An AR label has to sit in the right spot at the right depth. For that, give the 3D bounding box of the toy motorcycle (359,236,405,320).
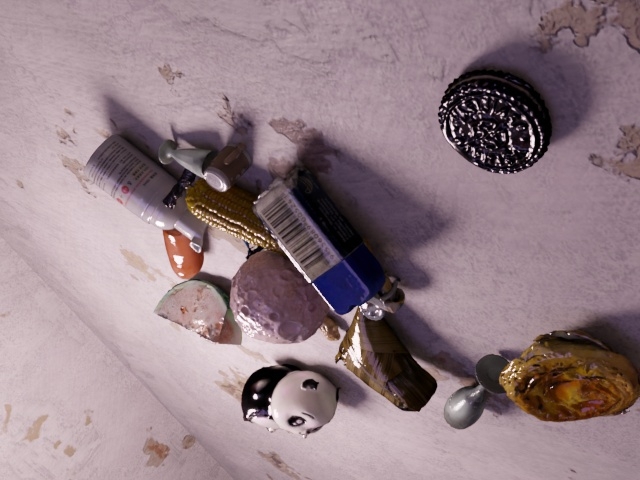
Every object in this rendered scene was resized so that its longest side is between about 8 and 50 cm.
[{"bbox_3d":[0.123,0.089,1.668,0.130,0.094,0.229,-2,119,41],"label":"toy motorcycle"}]

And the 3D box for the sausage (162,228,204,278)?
[{"bbox_3d":[-0.396,0.015,2.061,0.114,0.113,0.259,27,149,16],"label":"sausage"}]

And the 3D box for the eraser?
[{"bbox_3d":[0.000,0.000,1.579,0.332,0.101,0.155,51,132,-2],"label":"eraser"}]

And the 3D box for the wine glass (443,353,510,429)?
[{"bbox_3d":[0.343,0.328,1.818,0.264,0.096,0.309,52,156,21],"label":"wine glass"}]

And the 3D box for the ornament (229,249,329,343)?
[{"bbox_3d":[-0.098,0.133,1.792,0.259,0.259,0.225,12,102,36],"label":"ornament"}]

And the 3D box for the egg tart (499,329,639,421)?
[{"bbox_3d":[0.522,0.272,1.482,0.297,0.132,0.297,13,141,10],"label":"egg tart"}]

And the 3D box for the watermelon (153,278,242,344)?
[{"bbox_3d":[-0.387,0.234,2.283,0.305,0.180,0.224,15,128,35],"label":"watermelon"}]

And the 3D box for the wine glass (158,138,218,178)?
[{"bbox_3d":[-0.320,-0.201,1.738,0.155,0.073,0.073,20,146,32],"label":"wine glass"}]

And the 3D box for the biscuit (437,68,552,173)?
[{"bbox_3d":[0.281,-0.191,1.155,0.195,0.053,0.194,25,147,17],"label":"biscuit"}]

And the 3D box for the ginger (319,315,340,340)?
[{"bbox_3d":[-0.062,0.196,2.018,0.288,0.075,0.089,31,154,3],"label":"ginger"}]

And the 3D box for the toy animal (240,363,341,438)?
[{"bbox_3d":[-0.091,0.523,2.338,0.310,0.251,0.251,-9,128,35],"label":"toy animal"}]

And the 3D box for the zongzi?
[{"bbox_3d":[0.181,0.285,1.819,0.286,0.134,0.288,34,142,19],"label":"zongzi"}]

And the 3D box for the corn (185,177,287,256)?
[{"bbox_3d":[-0.172,-0.057,1.736,0.363,0.120,0.120,22,147,15],"label":"corn"}]

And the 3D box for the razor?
[{"bbox_3d":[-0.244,-0.058,1.879,0.082,0.042,0.253,-38,107,15],"label":"razor"}]

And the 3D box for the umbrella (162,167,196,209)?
[{"bbox_3d":[-0.350,-0.141,1.799,0.040,0.144,0.037,44,-164,17],"label":"umbrella"}]

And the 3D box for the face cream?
[{"bbox_3d":[-0.439,-0.116,1.898,0.370,0.145,0.145,38,149,-3],"label":"face cream"}]

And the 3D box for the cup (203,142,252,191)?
[{"bbox_3d":[-0.207,-0.168,1.634,0.102,0.099,0.074,-7,129,50],"label":"cup"}]
